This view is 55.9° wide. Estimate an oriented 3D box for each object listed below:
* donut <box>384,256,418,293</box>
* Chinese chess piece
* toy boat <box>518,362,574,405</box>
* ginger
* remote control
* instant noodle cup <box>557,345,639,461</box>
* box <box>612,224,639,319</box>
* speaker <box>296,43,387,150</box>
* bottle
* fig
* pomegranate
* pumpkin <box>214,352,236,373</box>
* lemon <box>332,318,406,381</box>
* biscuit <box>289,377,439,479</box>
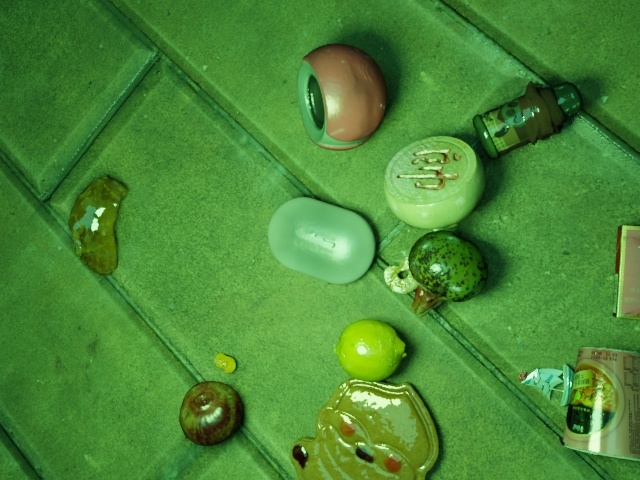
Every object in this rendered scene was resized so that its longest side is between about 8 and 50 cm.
[{"bbox_3d":[0.238,0.102,1.715,0.108,0.043,0.097,-21,81,12],"label":"donut"},{"bbox_3d":[0.304,-0.156,1.620,0.270,0.112,0.270,-13,50,16],"label":"Chinese chess piece"},{"bbox_3d":[0.613,0.367,1.601,0.149,0.034,0.105,30,99,29],"label":"toy boat"},{"bbox_3d":[-0.730,-0.050,1.956,0.165,0.172,0.321,13,94,57],"label":"ginger"},{"bbox_3d":[0.000,0.000,1.761,0.332,0.103,0.221,19,99,17],"label":"remote control"},{"bbox_3d":[0.713,0.394,1.477,0.244,0.244,0.255,4,79,17],"label":"instant noodle cup"},{"bbox_3d":[0.831,0.083,1.526,0.153,0.074,0.240,4,89,21],"label":"box"},{"bbox_3d":[0.052,-0.398,1.675,0.294,0.294,0.294,-1,87,17],"label":"speaker"},{"bbox_3d":[0.548,-0.331,1.597,0.271,0.143,0.156,-24,106,17],"label":"bottle"},{"bbox_3d":[-0.324,0.521,1.795,0.205,0.205,0.205,-1,87,17],"label":"fig"},{"bbox_3d":[0.319,0.096,1.613,0.214,0.214,0.248,35,106,16],"label":"pomegranate"},{"bbox_3d":[-0.288,0.376,1.866,0.083,0.028,0.050,24,96,25],"label":"pumpkin"},{"bbox_3d":[0.140,0.303,1.667,0.206,0.173,0.174,-5,85,27],"label":"lemon"},{"bbox_3d":[0.131,0.594,1.712,0.349,0.078,0.455,37,97,11],"label":"biscuit"}]
